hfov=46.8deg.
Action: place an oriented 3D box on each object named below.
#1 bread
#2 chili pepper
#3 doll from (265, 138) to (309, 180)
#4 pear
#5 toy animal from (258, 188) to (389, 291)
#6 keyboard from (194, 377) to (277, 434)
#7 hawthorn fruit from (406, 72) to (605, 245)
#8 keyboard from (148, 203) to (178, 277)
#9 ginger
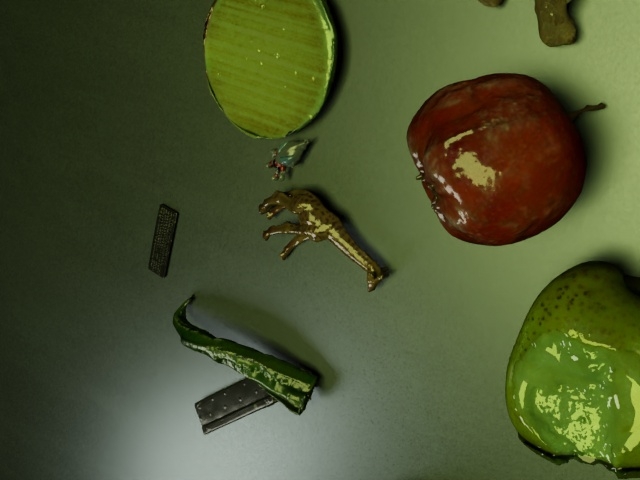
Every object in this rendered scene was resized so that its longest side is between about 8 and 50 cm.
[{"bbox_3d":[-0.088,-0.318,1.281,0.301,0.045,0.302,10,107,36],"label":"bread"},{"bbox_3d":[-0.163,0.216,1.436,0.359,0.076,0.085,28,98,26],"label":"chili pepper"},{"bbox_3d":[-0.059,-0.150,1.303,0.114,0.039,0.057,-36,37,44],"label":"doll"},{"bbox_3d":[0.381,0.161,0.993,0.292,0.159,0.293,7,101,35],"label":"pear"},{"bbox_3d":[0.001,-0.009,1.285,0.275,0.054,0.149,16,112,31],"label":"toy animal"},{"bbox_3d":[-0.172,0.328,1.503,0.231,0.023,0.072,-31,75,35],"label":"keyboard"},{"bbox_3d":[0.261,-0.123,0.995,0.271,0.242,0.242,-25,85,5],"label":"hawthorn fruit"},{"bbox_3d":[-0.329,0.002,1.545,0.053,0.010,0.155,27,115,26],"label":"keyboard"},{"bbox_3d":[0.260,-0.372,1.012,0.149,0.065,0.259,-19,103,52],"label":"ginger"}]
